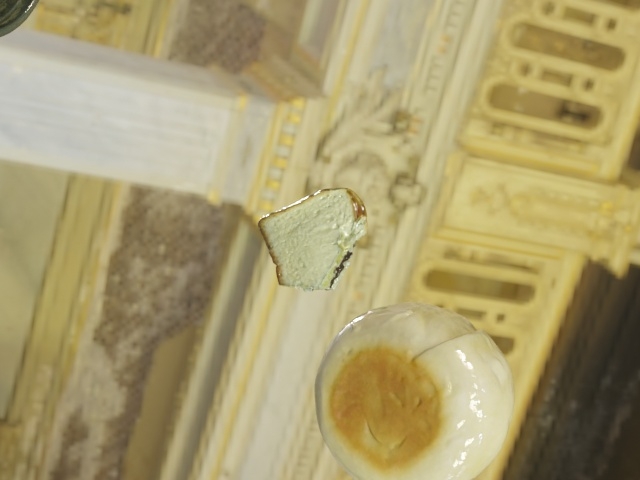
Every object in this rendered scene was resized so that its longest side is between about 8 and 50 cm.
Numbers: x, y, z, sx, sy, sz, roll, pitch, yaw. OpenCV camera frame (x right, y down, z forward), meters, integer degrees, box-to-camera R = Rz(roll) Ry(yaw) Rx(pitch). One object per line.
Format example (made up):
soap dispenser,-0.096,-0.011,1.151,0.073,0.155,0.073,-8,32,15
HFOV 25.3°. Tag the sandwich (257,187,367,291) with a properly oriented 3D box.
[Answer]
sandwich,0.000,0.000,1.349,0.105,0.036,0.093,-29,-110,10

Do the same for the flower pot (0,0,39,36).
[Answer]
flower pot,-0.313,-0.244,1.173,0.107,0.157,0.157,6,-93,35

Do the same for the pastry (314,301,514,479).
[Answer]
pastry,0.072,0.122,1.093,0.156,0.092,0.156,0,-90,35
